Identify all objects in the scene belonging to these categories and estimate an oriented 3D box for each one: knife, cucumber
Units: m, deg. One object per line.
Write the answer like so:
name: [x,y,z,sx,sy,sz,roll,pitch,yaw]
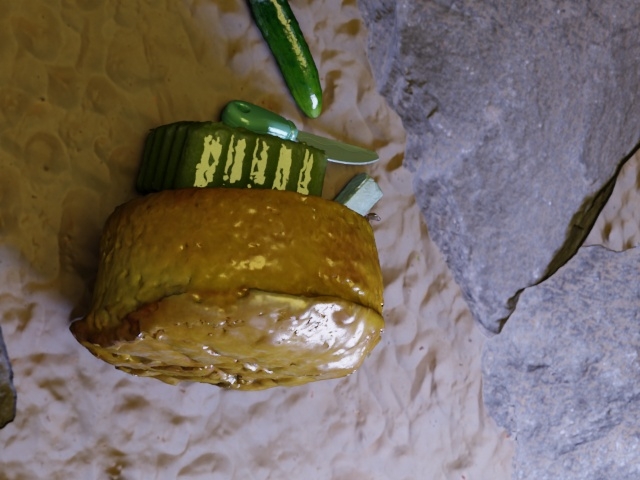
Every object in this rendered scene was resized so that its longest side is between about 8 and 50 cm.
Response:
knife: [-0.019,-0.141,1.965,0.260,0.063,0.034,15,122,-28]
cucumber: [-0.051,-0.283,1.946,0.056,0.056,0.250,-33,107,-23]

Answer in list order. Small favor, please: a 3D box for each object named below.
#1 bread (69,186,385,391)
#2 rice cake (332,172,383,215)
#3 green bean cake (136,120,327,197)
bread: [-0.113,0.070,1.750,0.398,0.398,0.215,10,73,-27]
rice cake: [0.000,0.000,1.988,0.245,0.042,0.045,-48,123,-17]
green bean cake: [-0.115,-0.089,1.836,0.214,0.200,0.113,11,86,-29]
